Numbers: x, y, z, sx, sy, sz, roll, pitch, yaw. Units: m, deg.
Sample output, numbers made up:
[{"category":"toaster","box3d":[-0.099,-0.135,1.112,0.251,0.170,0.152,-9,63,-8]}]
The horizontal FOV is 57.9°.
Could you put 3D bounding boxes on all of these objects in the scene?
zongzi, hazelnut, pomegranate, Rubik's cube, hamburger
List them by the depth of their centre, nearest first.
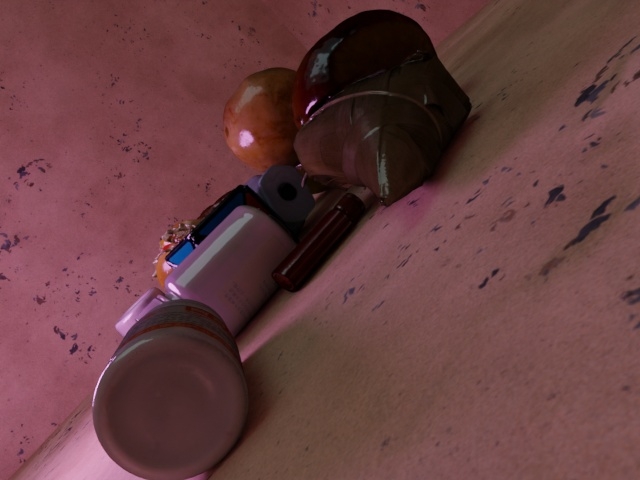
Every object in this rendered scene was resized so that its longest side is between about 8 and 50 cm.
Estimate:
[{"category":"zongzi","box3d":[0.028,-0.166,1.234,0.500,0.218,0.467,-18,23,41]},{"category":"hazelnut","box3d":[0.136,-0.417,1.615,0.429,0.402,0.402,-55,12,-11]},{"category":"Rubik's cube","box3d":[-0.248,0.029,1.647,0.248,0.246,0.250,-50,10,-34]},{"category":"pomegranate","box3d":[-0.159,-0.385,1.846,0.338,0.338,0.338,-43,10,10]},{"category":"hamburger","box3d":[-0.395,0.084,1.847,0.274,0.275,0.212,-38,31,31]}]

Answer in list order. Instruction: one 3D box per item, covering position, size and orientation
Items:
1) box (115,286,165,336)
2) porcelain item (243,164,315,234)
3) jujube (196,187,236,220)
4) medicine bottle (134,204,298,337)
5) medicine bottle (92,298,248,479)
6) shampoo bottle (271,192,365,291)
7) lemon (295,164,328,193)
[{"category":"box","box3d":[-0.535,0.282,1.885,0.291,0.206,0.262,-27,19,52]},{"category":"porcelain item","box3d":[-0.183,-0.080,1.869,0.179,0.242,0.405,-28,-5,-33]},{"category":"jujube","box3d":[-0.359,-0.032,2.288,0.376,0.276,0.276,-58,15,-26]},{"category":"medicine bottle","box3d":[-0.235,0.107,1.369,0.378,0.213,0.214,-48,10,-21]},{"category":"medicine bottle","box3d":[-0.232,0.216,0.942,0.211,0.211,0.371,-46,10,-6]},{"category":"shampoo bottle","box3d":[0.000,0.000,1.295,0.260,0.064,0.102,-48,9,-21]},{"category":"lemon","box3d":[-0.031,-0.306,2.092,0.322,0.268,0.268,-47,10,7]}]
